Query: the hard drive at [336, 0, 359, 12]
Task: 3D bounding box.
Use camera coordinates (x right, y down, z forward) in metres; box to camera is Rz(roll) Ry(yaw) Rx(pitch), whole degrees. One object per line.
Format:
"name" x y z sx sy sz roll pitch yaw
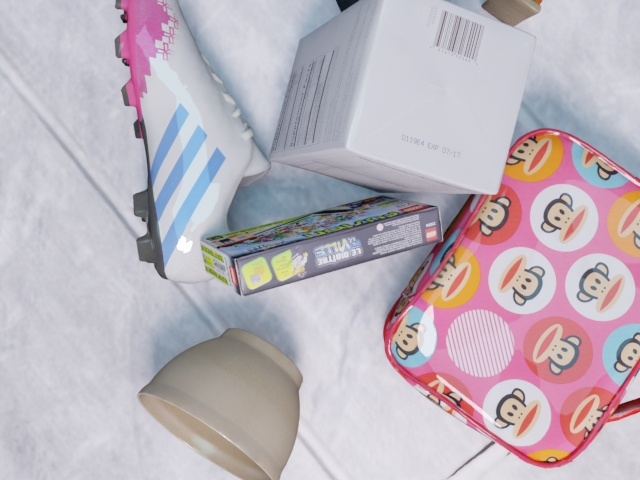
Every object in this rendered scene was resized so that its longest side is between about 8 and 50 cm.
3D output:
"hard drive" 0.059 -0.263 0.775 0.094 0.135 0.022 -34 59 2

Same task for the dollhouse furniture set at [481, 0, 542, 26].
"dollhouse furniture set" 0.187 -0.391 0.793 0.259 0.135 0.262 33 91 -6

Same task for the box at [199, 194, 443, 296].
"box" 0.000 0.000 0.738 0.207 0.114 0.036 -15 104 -22

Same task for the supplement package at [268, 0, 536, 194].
"supplement package" 0.058 -0.122 0.698 0.139 0.244 0.133 15 89 -19

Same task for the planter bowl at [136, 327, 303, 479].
"planter bowl" -0.085 0.157 0.768 0.162 0.162 0.109 32 63 5

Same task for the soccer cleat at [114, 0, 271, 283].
"soccer cleat" -0.129 -0.122 0.803 0.143 0.116 0.331 -6 92 -7

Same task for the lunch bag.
"lunch bag" 0.230 0.064 0.754 0.258 0.120 0.293 35 90 4
